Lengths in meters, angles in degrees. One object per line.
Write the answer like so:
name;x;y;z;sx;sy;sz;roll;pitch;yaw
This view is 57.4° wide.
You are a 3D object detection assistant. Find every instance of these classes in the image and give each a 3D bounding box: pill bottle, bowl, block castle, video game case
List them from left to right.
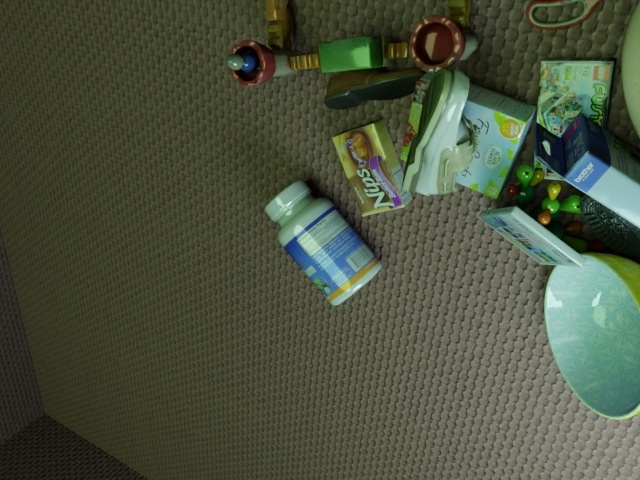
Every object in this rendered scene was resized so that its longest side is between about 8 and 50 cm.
pill bottle;0.000;0.000;1.326;0.272;0.152;0.152;50;130;1
block castle;0.033;-0.435;1.008;0.453;0.213;0.303;5;108;31
video game case;0.373;-0.006;1.044;0.157;0.143;0.019;36;86;-6
bowl;0.541;0.151;1.025;0.156;0.289;0.290;-9;116;-10

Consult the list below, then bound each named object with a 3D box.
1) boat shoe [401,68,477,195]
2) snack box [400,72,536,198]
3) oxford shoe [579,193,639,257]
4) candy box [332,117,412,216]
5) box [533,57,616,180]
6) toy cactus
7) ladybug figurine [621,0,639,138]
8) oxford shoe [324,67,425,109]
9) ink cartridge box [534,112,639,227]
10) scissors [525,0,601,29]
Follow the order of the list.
boat shoe;0.213;-0.175;0.989;0.103;0.113;0.302;12;158;3
snack box;0.265;-0.196;1.081;0.207;0.070;0.174;25;138;19
oxford shoe;0.540;-0.025;0.990;0.227;0.096;0.083;32;142;-3
candy box;0.110;-0.152;1.238;0.109;0.053;0.187;-11;106;37
box;0.433;-0.206;1.005;0.114;0.036;0.207;9;119;30
toy cactus;0.399;-0.041;1.069;0.219;0.112;0.180;35;157;-22
ladybug figurine;0.616;-0.197;0.805;0.305;0.162;0.449;-34;93;40
oxford shoe;0.105;-0.317;1.148;0.212;0.076;0.076;-3;74;25
ink cartridge box;0.476;-0.093;0.902;0.311;0.186;0.065;31;124;2
scissors;0.468;-0.393;0.897;0.297;0.021;0.109;5;114;31
